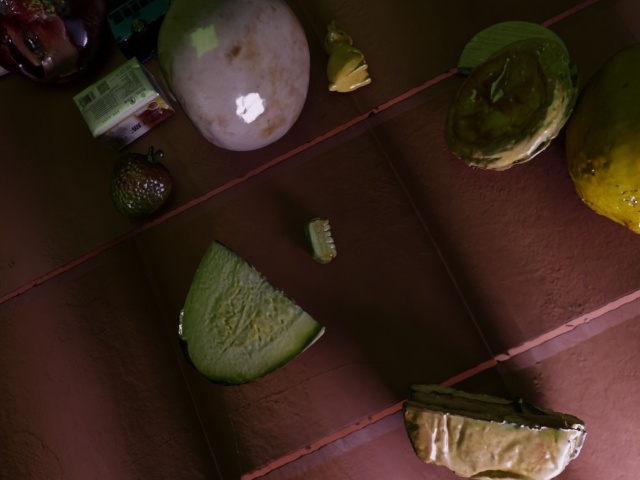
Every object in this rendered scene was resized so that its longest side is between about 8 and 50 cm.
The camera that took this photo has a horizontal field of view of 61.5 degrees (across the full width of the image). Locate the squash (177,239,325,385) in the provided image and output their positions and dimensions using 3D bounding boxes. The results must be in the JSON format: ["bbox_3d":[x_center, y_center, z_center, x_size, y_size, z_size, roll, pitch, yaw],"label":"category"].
[{"bbox_3d":[-0.139,0.152,0.893,0.237,0.204,0.155,40,63,16],"label":"squash"}]

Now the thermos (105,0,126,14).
[{"bbox_3d":[-0.413,-0.570,1.159,0.188,0.073,0.083,-37,73,-1],"label":"thermos"}]

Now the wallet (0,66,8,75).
[{"bbox_3d":[-0.721,-0.450,1.207,0.124,0.032,0.182,-21,75,4],"label":"wallet"}]

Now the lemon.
[{"bbox_3d":[0.498,-0.161,0.796,0.258,0.258,0.310,7,71,12],"label":"lemon"}]

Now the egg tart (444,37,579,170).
[{"bbox_3d":[0.321,-0.218,0.898,0.241,0.106,0.241,-30,48,40],"label":"egg tart"}]

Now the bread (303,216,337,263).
[{"bbox_3d":[0.000,0.000,0.964,0.049,0.033,0.088,-16,78,-9],"label":"bread"}]

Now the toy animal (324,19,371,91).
[{"bbox_3d":[0.034,-0.363,1.032,0.083,0.070,0.159,-20,69,7],"label":"toy animal"}]

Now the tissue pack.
[{"bbox_3d":[-0.385,-0.266,1.064,0.149,0.099,0.106,-33,75,1],"label":"tissue pack"}]

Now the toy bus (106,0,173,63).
[{"bbox_3d":[-0.340,-0.455,1.109,0.185,0.090,0.106,-32,73,0],"label":"toy bus"}]

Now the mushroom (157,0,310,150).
[{"bbox_3d":[-0.176,-0.305,0.954,0.290,0.297,0.297,4,76,33],"label":"mushroom"}]

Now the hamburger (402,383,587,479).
[{"bbox_3d":[0.257,0.295,0.809,0.262,0.124,0.130,5,96,16],"label":"hamburger"}]

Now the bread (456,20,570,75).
[{"bbox_3d":[0.355,-0.348,0.985,0.193,0.036,0.112,8,73,16],"label":"bread"}]

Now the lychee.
[{"bbox_3d":[-0.336,-0.110,1.013,0.114,0.114,0.146,31,104,16],"label":"lychee"}]

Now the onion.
[{"bbox_3d":[-0.572,-0.447,1.073,0.272,0.195,0.271,3,104,10],"label":"onion"}]
